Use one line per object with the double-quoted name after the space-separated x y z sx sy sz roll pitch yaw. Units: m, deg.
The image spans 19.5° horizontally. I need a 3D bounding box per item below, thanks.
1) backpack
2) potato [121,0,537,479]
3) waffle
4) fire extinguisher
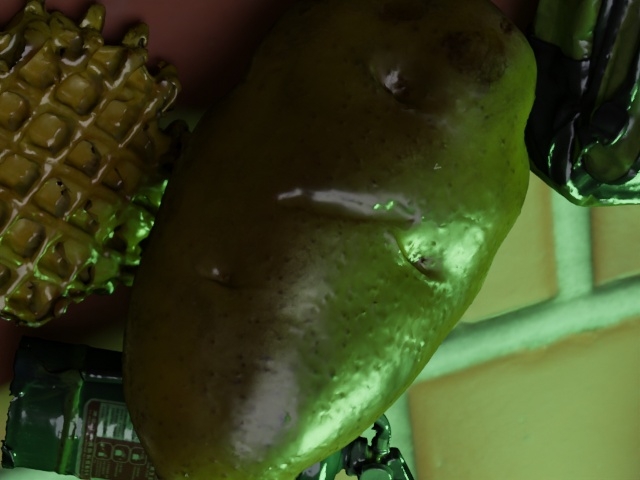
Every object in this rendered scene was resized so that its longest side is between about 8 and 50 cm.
0.238 -0.143 1.250 0.207 0.140 0.253 -10 121 -19 "backpack"
0.000 0.000 1.177 0.195 0.176 0.369 42 74 -44 "potato"
-0.189 -0.043 1.189 0.232 0.051 0.228 -15 120 -15 "waffle"
-0.065 0.131 1.256 0.294 0.093 0.118 10 128 -5 "fire extinguisher"
